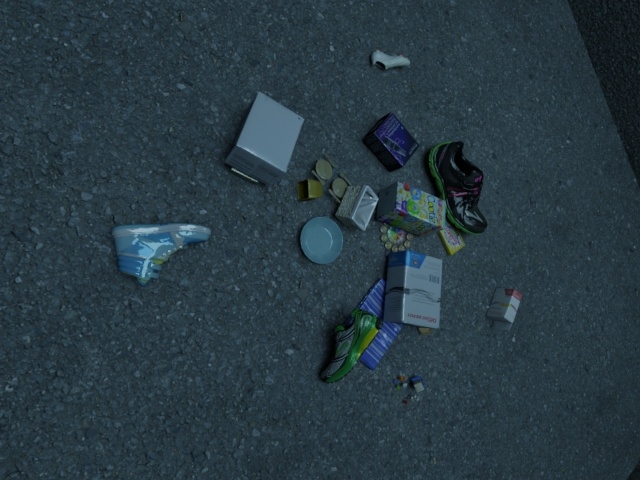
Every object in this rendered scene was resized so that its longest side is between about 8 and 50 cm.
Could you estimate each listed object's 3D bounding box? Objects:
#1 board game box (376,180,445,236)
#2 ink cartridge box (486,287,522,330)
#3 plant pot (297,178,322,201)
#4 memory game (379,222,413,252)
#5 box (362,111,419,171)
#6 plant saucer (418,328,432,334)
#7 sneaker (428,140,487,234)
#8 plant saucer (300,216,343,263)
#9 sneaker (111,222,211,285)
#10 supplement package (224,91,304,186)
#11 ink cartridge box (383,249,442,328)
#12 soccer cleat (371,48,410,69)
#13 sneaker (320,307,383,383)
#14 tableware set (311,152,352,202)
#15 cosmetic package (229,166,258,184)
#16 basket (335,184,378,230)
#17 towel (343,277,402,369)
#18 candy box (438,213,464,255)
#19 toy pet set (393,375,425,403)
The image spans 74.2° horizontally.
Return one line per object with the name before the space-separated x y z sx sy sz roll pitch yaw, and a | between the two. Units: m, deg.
board game box | 0.406 -0.134 1.891 0.275 0.144 0.142 18 66 -23
ink cartridge box | 0.913 0.343 2.120 0.067 0.115 0.198 33 72 -20
plant pot | -0.038 -0.204 1.735 0.083 0.081 0.081 -1 86 -36
memory game | 0.350 -0.031 1.940 0.186 0.012 0.186 3 84 -26
box | 0.317 -0.439 1.907 0.207 0.108 0.153 44 69 -16
plant saucer | 0.483 0.396 1.965 0.083 0.015 0.083 3 84 -25
sneaker | 0.676 -0.243 1.998 0.185 0.202 0.483 -36 103 -43
plant saucer | 0.000 0.000 1.755 0.195 0.037 0.195 2 85 -26
sneaker | -0.535 0.048 1.449 0.319 0.127 0.208 -3 85 -16
supplement package | -0.210 -0.380 1.601 0.204 0.145 0.262 27 62 -22
ink cartridge box | 0.408 0.219 1.859 0.223 0.129 0.308 15 74 -30
soccer cleat | 0.324 -0.828 1.972 0.196 0.068 0.076 5 88 -18
sneaker | 0.101 0.420 1.697 0.146 0.134 0.344 34 95 7
tableware set | 0.041 -0.258 1.799 0.194 0.039 0.128 47 56 -21
cosmetic package | -0.288 -0.269 1.638 0.115 0.041 0.060 23 76 -22
basket | 0.153 -0.141 1.789 0.113 0.103 0.167 41 69 -45
towel | 0.244 0.362 1.841 0.243 0.040 0.336 46 68 -16
candy box | 0.624 -0.041 2.064 0.105 0.027 0.206 -32 99 -22
toy pet set | 0.401 0.645 1.893 0.114 0.065 0.122 -25 94 10
